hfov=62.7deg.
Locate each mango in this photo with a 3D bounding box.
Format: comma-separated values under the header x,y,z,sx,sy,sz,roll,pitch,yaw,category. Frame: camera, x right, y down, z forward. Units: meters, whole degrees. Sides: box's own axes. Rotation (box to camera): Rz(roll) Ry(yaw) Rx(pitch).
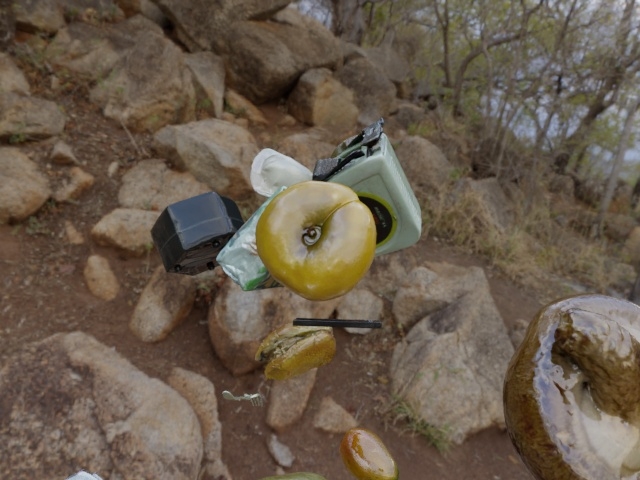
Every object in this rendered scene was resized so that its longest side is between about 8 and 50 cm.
x,y,z,sx,sy,sz,roll,pitch,yaw,category
0.151,0.699,1.682,0.152,0.120,0.221,-9,33,-30,mango

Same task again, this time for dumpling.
x,y,z,sx,sy,sz,roll,pitch,yaw,category
-0.106,-0.172,1.530,0.229,0.151,0.124,29,-30,8,dumpling

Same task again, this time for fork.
x,y,z,sx,sy,sz,roll,pitch,yaw,category
-0.167,0.332,1.120,0.034,0.028,0.219,3,-21,13,fork

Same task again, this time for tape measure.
x,y,z,sx,sy,sz,roll,pitch,yaw,category
0.063,-0.084,0.965,0.207,0.235,0.115,-15,36,25,tape measure

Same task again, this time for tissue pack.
x,y,z,sx,sy,sz,roll,pitch,yaw,category
-0.077,0.004,1.240,0.128,0.228,0.311,46,11,13,tissue pack

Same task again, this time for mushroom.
x,y,z,sx,sy,sz,roll,pitch,yaw,category
0.445,0.248,0.830,0.345,0.344,0.239,12,2,-10,mushroom

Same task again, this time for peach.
x,y,z,sx,sy,sz,roll,pitch,yaw,category
-0.003,-0.003,0.758,0.179,0.179,0.103,15,-15,10,peach

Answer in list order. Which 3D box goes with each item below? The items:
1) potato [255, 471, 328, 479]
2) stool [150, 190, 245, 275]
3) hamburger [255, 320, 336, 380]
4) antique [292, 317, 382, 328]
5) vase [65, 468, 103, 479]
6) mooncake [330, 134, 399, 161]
x,y,z,sx,sy,sz,roll,pitch,yaw,category
-0.110,0.810,1.535,0.359,0.269,0.219,20,15,-34,potato
-0.301,-0.012,1.329,0.232,0.232,0.141,1,59,-56,stool
-0.058,0.319,1.647,0.283,0.156,0.144,-12,48,-36,hamburger
0.037,0.177,1.133,0.192,0.015,0.031,1,2,10,antique
-0.690,0.947,1.594,0.445,0.250,0.250,44,23,29,vase
0.175,-0.295,2.159,0.285,0.284,0.155,18,5,25,mooncake
